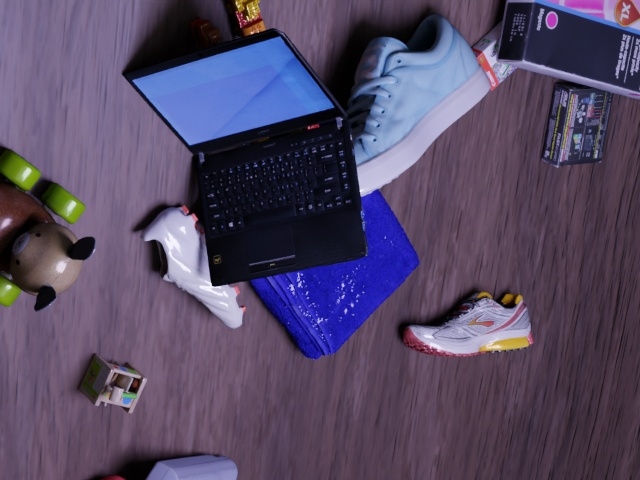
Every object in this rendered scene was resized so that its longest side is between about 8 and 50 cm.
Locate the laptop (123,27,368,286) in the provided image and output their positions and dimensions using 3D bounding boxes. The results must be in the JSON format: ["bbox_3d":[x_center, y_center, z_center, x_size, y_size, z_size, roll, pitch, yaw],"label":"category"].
[{"bbox_3d":[-0.089,-0.091,1.767,0.136,0.234,0.264,2,79,-57],"label":"laptop"}]

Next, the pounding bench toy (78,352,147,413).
[{"bbox_3d":[-0.257,0.191,1.897,0.065,0.083,0.052,21,97,-39],"label":"pounding bench toy"}]

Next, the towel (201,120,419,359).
[{"bbox_3d":[0.000,0.000,1.997,0.227,0.076,0.308,-43,128,-11],"label":"towel"}]

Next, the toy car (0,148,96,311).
[{"bbox_3d":[-0.331,0.010,1.694,0.155,0.188,0.149,-53,130,-4],"label":"toy car"}]

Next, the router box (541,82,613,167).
[{"bbox_3d":[0.386,-0.175,2.215,0.092,0.038,0.123,-7,114,-34],"label":"router box"}]

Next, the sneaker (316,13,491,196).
[{"bbox_3d":[0.075,-0.175,1.914,0.366,0.135,0.150,-44,108,-42],"label":"sneaker"}]

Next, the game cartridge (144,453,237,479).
[{"bbox_3d":[-0.225,0.432,2.002,0.196,0.060,0.294,9,106,-61],"label":"game cartridge"}]

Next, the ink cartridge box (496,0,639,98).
[{"bbox_3d":[0.413,-0.310,2.136,0.370,0.069,0.176,8,92,-40],"label":"ink cartridge box"}]

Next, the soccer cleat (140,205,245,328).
[{"bbox_3d":[-0.165,0.043,1.912,0.076,0.068,0.196,-35,120,-12],"label":"soccer cleat"}]

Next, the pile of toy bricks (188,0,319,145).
[{"bbox_3d":[-0.075,-0.198,1.825,0.118,0.105,0.212,-31,120,-21],"label":"pile of toy bricks"}]

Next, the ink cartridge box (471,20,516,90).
[{"bbox_3d":[0.235,-0.248,2.081,0.115,0.029,0.063,-43,128,-13],"label":"ink cartridge box"}]

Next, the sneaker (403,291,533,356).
[{"bbox_3d":[0.217,0.124,2.216,0.225,0.088,0.093,-5,93,-34],"label":"sneaker"}]

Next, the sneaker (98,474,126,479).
[{"bbox_3d":[-0.353,0.353,1.903,0.221,0.087,0.128,-38,129,-17],"label":"sneaker"}]
